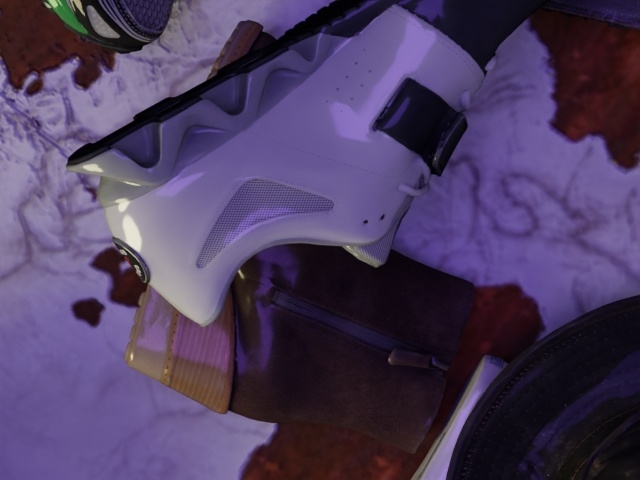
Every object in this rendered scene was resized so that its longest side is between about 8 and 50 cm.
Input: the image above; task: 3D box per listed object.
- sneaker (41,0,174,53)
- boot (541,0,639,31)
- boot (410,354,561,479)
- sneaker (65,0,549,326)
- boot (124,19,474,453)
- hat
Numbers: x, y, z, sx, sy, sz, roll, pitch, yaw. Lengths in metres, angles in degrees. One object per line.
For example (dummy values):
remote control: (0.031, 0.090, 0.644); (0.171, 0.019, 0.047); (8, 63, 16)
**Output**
sneaker: (-0.098, -0.281, 0.912); (0.146, 0.134, 0.343); (15, 106, 22)
boot: (0.261, -0.222, 0.912); (0.263, 0.091, 0.229); (8, 96, 19)
boot: (0.097, 0.174, 0.972); (0.086, 0.069, 0.190); (29, 97, 0)
sneaker: (0.029, -0.069, 0.898); (0.330, 0.122, 0.146); (-31, 101, -5)
boot: (0.000, 0.000, 0.984); (0.207, 0.090, 0.248); (15, 92, -6)
hat: (0.243, 0.177, 0.891); (0.331, 0.134, 0.331); (0, 92, -3)
